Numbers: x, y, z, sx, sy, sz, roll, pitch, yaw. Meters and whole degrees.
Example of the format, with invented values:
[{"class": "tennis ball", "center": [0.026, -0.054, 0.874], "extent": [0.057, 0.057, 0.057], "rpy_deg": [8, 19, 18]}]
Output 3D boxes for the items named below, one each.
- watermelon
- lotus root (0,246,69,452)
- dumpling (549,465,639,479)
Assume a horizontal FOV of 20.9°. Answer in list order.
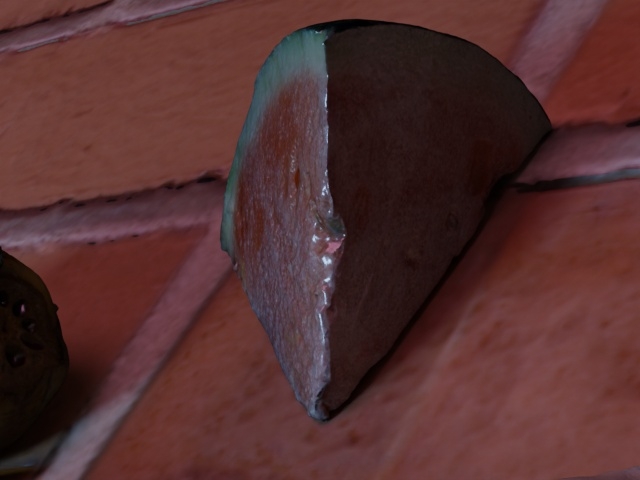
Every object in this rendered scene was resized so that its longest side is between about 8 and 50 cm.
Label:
[{"class": "watermelon", "center": [-0.008, -0.022, 0.851], "extent": [0.207, 0.136, 0.202], "rpy_deg": [-31, 18, 41]}, {"class": "lotus root", "center": [-0.238, 0.070, 0.952], "extent": [0.241, 0.123, 0.124], "rpy_deg": [-15, 50, 39]}, {"class": "dumpling", "center": [0.075, 0.146, 0.538], "extent": [0.169, 0.100, 0.134], "rpy_deg": [-14, 67, 0]}]
